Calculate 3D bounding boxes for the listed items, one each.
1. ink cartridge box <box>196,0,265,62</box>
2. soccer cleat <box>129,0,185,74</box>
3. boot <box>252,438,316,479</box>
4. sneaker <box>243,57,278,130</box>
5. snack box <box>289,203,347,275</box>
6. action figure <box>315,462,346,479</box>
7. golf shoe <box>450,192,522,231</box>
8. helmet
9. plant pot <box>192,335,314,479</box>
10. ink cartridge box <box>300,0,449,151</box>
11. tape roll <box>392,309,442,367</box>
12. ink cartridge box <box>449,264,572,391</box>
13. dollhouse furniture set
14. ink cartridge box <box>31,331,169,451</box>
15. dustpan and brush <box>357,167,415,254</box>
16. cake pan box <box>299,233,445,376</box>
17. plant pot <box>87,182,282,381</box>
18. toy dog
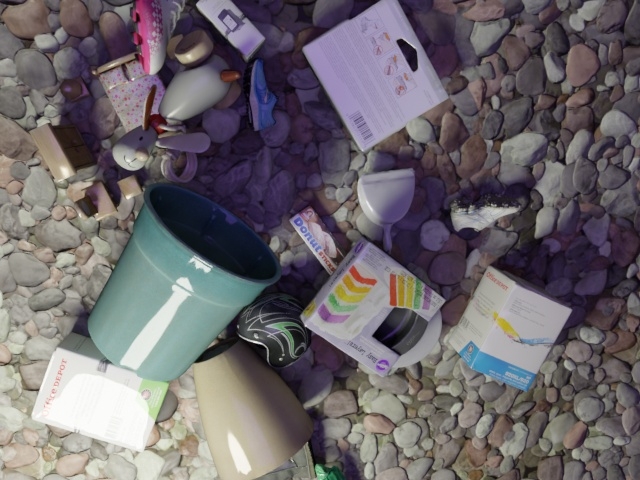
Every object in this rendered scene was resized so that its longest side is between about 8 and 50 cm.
[{"bbox_3d":[-0.193,-0.467,1.311,0.063,0.109,0.150,-44,102,1],"label":"ink cartridge box"},{"bbox_3d":[-0.327,-0.514,1.260,0.143,0.116,0.331,-4,87,-22],"label":"soccer cleat"},{"bbox_3d":[-0.124,0.564,1.567,0.208,0.076,0.190,-8,101,3],"label":"boot"},{"bbox_3d":[-0.134,-0.336,1.381,0.073,0.063,0.162,-9,108,-21],"label":"sneaker"},{"bbox_3d":[0.000,0.000,1.474,0.064,0.022,0.178,-36,103,4],"label":"snack box"},{"bbox_3d":[0.041,0.673,1.583,0.137,0.063,0.232,-39,116,-36],"label":"action figure"},{"bbox_3d":[0.406,-0.065,1.487,0.176,0.069,0.086,-5,123,-1],"label":"golf shoe"},{"bbox_3d":[-0.110,0.204,1.439,0.169,0.169,0.162,-25,115,0],"label":"helmet"},{"bbox_3d":[-0.187,0.378,1.430,0.256,0.256,0.274,-25,98,0],"label":"plant pot"},{"bbox_3d":[0.125,-0.383,1.385,0.238,0.060,0.275,-32,102,1],"label":"ink cartridge box"},{"bbox_3d":[0.189,0.204,1.510,0.219,0.072,0.219,-1,102,-6],"label":"tape roll"},{"bbox_3d":[0.464,0.211,1.486,0.168,0.171,0.233,24,99,-10],"label":"ink cartridge box"},{"bbox_3d":[-0.406,-0.243,1.308,0.355,0.174,0.303,-24,104,0],"label":"dollhouse furniture set"},{"bbox_3d":[-0.520,0.365,1.457,0.272,0.115,0.198,21,99,-10],"label":"ink cartridge box"},{"bbox_3d":[0.163,-0.063,1.465,0.147,0.060,0.211,-9,97,-16],"label":"dustpan and brush"},{"bbox_3d":[0.126,0.159,1.405,0.267,0.070,0.246,38,96,-21],"label":"cake pan box"},{"bbox_3d":[-0.319,0.105,1.330,0.341,0.341,0.334,35,106,-11],"label":"plant pot"},{"bbox_3d":[-0.277,-0.277,1.265,0.220,0.161,0.334,23,89,-44],"label":"toy dog"}]
